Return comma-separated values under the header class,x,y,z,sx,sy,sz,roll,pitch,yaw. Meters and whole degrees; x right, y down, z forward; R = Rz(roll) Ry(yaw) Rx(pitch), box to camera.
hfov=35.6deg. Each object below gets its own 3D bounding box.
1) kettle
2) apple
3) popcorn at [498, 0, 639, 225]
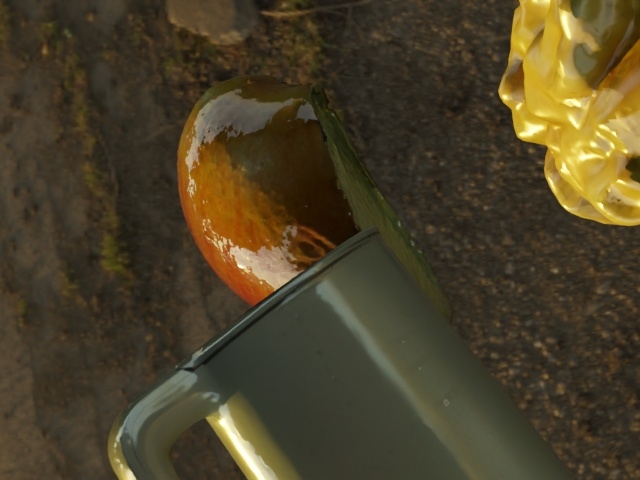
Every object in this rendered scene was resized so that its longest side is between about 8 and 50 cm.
class,x,y,z,sx,sy,sz,roll,pitch,yaw
kettle,0.036,0.185,0.742,0.265,0.205,0.318,-36,85,-4
apple,0.000,0.000,0.969,0.179,0.346,0.254,-47,37,-16
popcorn,0.139,-0.083,0.370,0.194,0.140,0.163,106,159,-43
